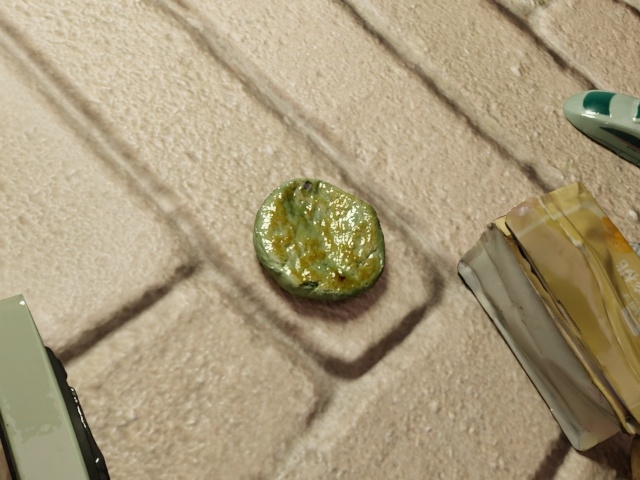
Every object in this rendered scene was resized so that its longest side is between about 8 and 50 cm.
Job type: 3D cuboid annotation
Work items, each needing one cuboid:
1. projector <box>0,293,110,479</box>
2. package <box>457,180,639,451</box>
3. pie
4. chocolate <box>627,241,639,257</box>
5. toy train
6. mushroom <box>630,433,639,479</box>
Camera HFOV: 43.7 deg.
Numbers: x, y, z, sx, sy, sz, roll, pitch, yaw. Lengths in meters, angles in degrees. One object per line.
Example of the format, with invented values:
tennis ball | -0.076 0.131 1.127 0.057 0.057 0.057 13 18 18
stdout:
projector | -0.248 0.211 0.743 0.079 0.257 0.259 -17 68 -25
package | 0.344 0.085 1.015 0.221 0.165 0.311 -30 75 -1
pie | 0.000 0.000 1.067 0.186 0.041 0.187 8 59 -14
chocolate | 0.432 0.066 1.148 0.072 0.072 0.167 40 56 7
toy train | 0.595 -0.147 1.308 0.407 0.088 0.086 28 58 1
mushroom | 0.504 0.337 0.984 0.285 0.156 0.151 15 78 -12
